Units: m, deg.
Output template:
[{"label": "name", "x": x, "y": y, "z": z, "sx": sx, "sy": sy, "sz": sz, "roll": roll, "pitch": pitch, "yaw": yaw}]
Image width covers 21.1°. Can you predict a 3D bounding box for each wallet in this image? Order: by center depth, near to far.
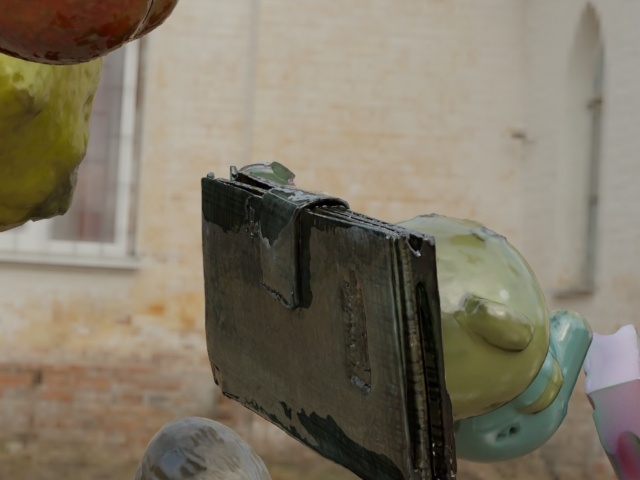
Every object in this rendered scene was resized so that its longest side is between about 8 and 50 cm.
[{"label": "wallet", "x": -0.006, "y": 0.052, "z": 1.059, "sx": 0.044, "sy": 0.169, "sz": 0.317, "roll": -10, "pitch": 12, "yaw": -21}]

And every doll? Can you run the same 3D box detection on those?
[{"label": "doll", "x": 0.102, "y": 0.076, "z": 1.343, "sx": 0.177, "sy": 0.161, "sz": 0.260, "roll": 20, "pitch": -15, "yaw": 23}]

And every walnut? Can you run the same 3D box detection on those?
[{"label": "walnut", "x": -0.119, "y": 0.258, "z": 1.771, "sx": 0.140, "sy": 0.140, "sz": 0.162, "roll": 5, "pitch": 32, "yaw": -29}]

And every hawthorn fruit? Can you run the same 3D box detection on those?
[{"label": "hawthorn fruit", "x": -0.186, "y": -0.184, "z": 1.062, "sx": 0.203, "sy": 0.162, "sz": 0.162, "roll": -4, "pitch": -6, "yaw": 27}]

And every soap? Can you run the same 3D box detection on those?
[{"label": "soap", "x": 0.287, "y": 0.163, "z": 1.575, "sx": 0.056, "sy": 0.100, "sz": 0.149, "roll": -13, "pitch": -48, "yaw": 19}]

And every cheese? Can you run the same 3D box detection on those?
[{"label": "cheese", "x": -0.069, "y": -0.054, "z": 1.872, "sx": 0.067, "sy": 0.026, "sz": 0.121, "roll": 33, "pitch": -37, "yaw": -19}]

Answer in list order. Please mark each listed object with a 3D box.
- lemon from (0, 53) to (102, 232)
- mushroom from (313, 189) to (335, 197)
[{"label": "lemon", "x": -0.346, "y": -0.161, "z": 1.401, "sx": 0.387, "sy": 0.350, "sz": 0.350, "roll": 41, "pitch": -12, "yaw": -10}, {"label": "mushroom", "x": 0.000, "y": 0.000, "z": 1.436, "sx": 0.067, "sy": 0.083, "sz": 0.083, "roll": 0, "pitch": -2, "yaw": -19}]
